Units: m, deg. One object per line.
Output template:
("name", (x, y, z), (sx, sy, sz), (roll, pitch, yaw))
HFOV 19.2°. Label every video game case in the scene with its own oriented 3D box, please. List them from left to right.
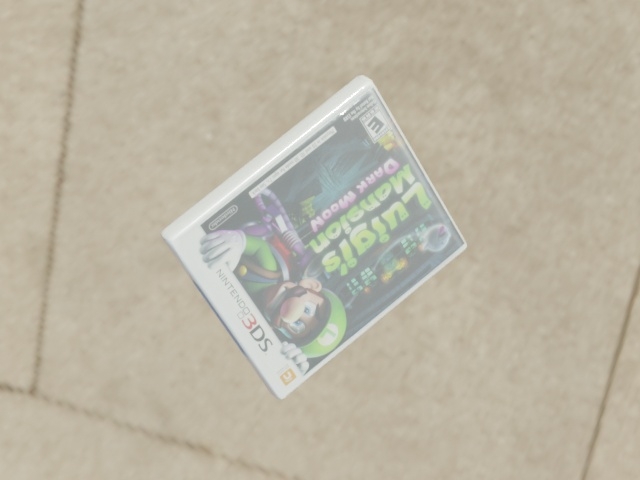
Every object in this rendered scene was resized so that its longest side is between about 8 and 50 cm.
("video game case", (0.000, 0.000, 1.399), (0.190, 0.022, 0.173), (-39, 124, -10))
